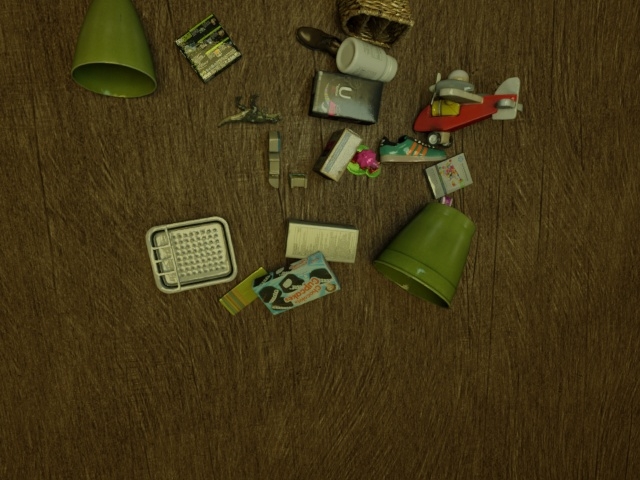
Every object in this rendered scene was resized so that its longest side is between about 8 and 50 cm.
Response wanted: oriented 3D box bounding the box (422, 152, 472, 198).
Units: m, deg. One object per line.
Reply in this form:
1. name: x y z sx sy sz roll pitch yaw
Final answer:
1. box: 0.565 -0.285 1.873 0.186 0.038 0.145 -23 103 -5

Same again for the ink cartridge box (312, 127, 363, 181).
1. ink cartridge box: 0.062 -0.340 1.689 0.088 0.234 0.193 29 94 -13

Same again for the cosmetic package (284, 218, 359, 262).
1. cosmetic package: 0.000 0.000 1.796 0.296 0.129 0.153 7 101 -10

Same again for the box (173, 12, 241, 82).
1. box: -0.436 -0.745 1.645 0.191 0.045 0.184 -37 100 0

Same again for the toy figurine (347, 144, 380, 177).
1. toy figurine: 0.195 -0.322 1.751 0.173 0.159 0.130 34 94 -13

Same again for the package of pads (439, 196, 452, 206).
1. package of pads: 0.559 -0.155 1.898 0.050 0.032 0.083 11 98 -13

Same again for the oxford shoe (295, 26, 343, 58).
1. oxford shoe: 0.013 -0.795 1.675 0.227 0.096 0.082 17 99 -9

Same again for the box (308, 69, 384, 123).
1. box: 0.099 -0.569 1.702 0.271 0.143 0.165 6 100 -10

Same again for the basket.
1. basket: 0.188 -0.838 1.586 0.214 0.299 0.223 -21 102 -4

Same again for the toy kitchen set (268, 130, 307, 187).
1. toy kitchen set: -0.132 -0.333 1.743 0.166 0.122 0.207 0 120 -9

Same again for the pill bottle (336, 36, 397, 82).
1. pill bottle: 0.187 -0.702 1.664 0.229 0.131 0.131 1 101 -36

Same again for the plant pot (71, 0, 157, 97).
1. plant pot: -0.736 -0.711 1.517 0.275 0.275 0.293 -2 85 -8

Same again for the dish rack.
1. dish rack: -0.529 0.055 1.759 0.333 0.072 0.285 -10 100 -6

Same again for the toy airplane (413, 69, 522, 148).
1. toy airplane: 0.585 -0.552 1.659 0.385 0.386 0.272 -13 86 -4

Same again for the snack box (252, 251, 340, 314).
1. snack box: -0.100 0.186 1.780 0.322 0.060 0.187 -23 126 11

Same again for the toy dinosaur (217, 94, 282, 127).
1. toy dinosaur: -0.288 -0.522 1.699 0.268 0.064 0.118 -5 107 -4

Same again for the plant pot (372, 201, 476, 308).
1. plant pot: 0.465 0.041 1.784 0.366 0.366 0.353 34 81 -12

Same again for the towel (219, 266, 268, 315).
1. towel: -0.320 0.221 1.846 0.237 0.021 0.102 -38 108 -1

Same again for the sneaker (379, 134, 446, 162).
1. sneaker: 0.397 -0.389 1.795 0.302 0.108 0.121 -2 94 -14
